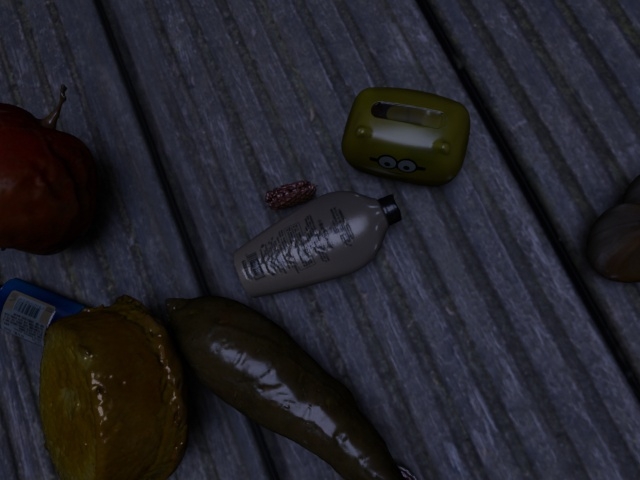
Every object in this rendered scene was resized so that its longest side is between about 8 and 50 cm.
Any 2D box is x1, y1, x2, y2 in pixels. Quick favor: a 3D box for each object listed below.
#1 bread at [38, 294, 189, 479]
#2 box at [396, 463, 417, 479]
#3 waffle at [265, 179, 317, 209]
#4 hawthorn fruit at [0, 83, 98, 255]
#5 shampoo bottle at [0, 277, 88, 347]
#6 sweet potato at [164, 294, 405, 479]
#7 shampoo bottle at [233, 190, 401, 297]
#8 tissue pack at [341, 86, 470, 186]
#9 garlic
[{"bbox_3d":[-0.279,0.211,0.568,0.268,0.145,0.269,4,97,40],"label":"bread"},{"bbox_3d":[0.041,0.450,0.512,0.293,0.167,0.193,-33,80,3],"label":"box"},{"bbox_3d":[-0.044,-0.070,0.645,0.083,0.075,0.029,-19,85,-8],"label":"waffle"},{"bbox_3d":[-0.457,-0.118,0.644,0.241,0.242,0.272,18,82,11],"label":"hawthorn fruit"},{"bbox_3d":[-0.481,0.121,0.696,0.182,0.050,0.087,18,87,10],"label":"shampoo bottle"},{"bbox_3d":[-0.052,0.204,0.573,0.422,0.130,0.131,35,88,18],"label":"sweet potato"},{"bbox_3d":[0.000,0.000,0.626,0.256,0.078,0.127,-23,74,7],"label":"shampoo bottle"},{"bbox_3d":[0.123,-0.152,0.607,0.178,0.127,0.123,14,82,9],"label":"tissue pack"},{"bbox_3d":[0.465,-0.032,0.528,0.213,0.191,0.160,5,58,21],"label":"garlic"}]
